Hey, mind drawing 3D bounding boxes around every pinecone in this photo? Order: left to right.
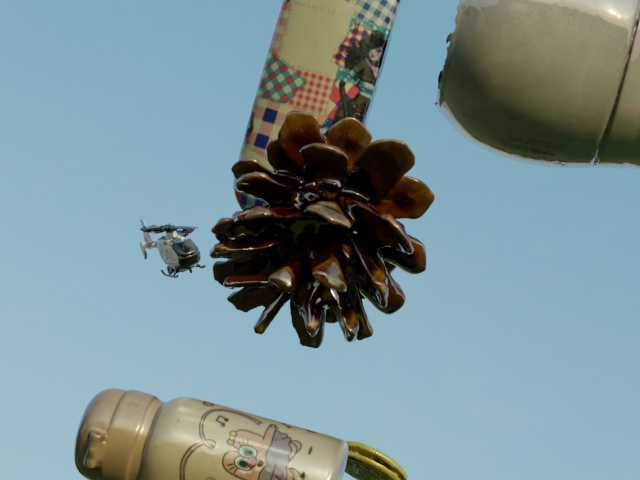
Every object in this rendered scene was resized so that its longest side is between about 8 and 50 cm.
[{"bbox_3d":[-0.001,0.001,1.550,0.202,0.201,0.229,14,-52,31],"label":"pinecone"}]

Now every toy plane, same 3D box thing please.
[{"bbox_3d":[-0.229,0.010,2.412,0.197,0.053,0.078,11,-61,61],"label":"toy plane"}]

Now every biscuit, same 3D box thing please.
[{"bbox_3d":[0.054,0.245,1.704,0.084,0.023,0.084,25,-22,11],"label":"biscuit"}]

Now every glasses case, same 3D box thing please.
[{"bbox_3d":[-0.003,-0.168,1.728,0.125,0.327,0.076,16,2,4],"label":"glasses case"}]

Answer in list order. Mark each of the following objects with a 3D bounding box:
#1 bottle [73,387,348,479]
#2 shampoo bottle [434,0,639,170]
[{"bbox_3d":[-0.088,0.175,1.252,0.209,0.097,0.110,16,10,7],"label":"bottle"},{"bbox_3d":[0.284,-0.218,1.835,0.266,0.273,0.273,16,-31,7],"label":"shampoo bottle"}]
